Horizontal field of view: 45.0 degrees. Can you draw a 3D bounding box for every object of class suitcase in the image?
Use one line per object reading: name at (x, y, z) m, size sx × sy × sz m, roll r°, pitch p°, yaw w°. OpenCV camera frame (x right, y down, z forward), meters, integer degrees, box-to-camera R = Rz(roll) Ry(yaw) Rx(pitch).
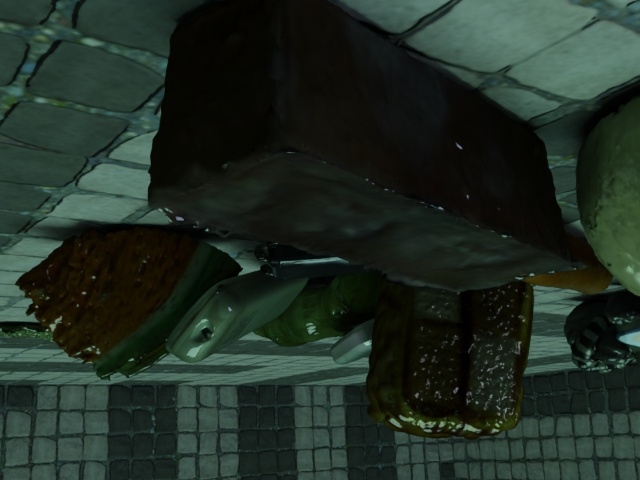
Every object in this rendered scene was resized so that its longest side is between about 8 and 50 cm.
suitcase at (0.000, 0.000, 0.750) m, size 0.126 × 0.059 × 0.086 m, roll -5°, pitch 167°, yaw 0°

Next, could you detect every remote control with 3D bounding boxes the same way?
remote control at (-0.074, 0.068, 0.823) m, size 0.090 × 0.038 × 0.309 m, roll -51°, pitch 172°, yaw 11°

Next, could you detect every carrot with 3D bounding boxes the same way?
carrot at (0.265, 0.022, 0.865) m, size 0.067 × 0.067 × 0.225 m, roll -13°, pitch 164°, yaw 36°

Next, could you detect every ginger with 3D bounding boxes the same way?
ginger at (0.006, 0.103, 1.100) m, size 0.137 × 0.089 × 0.290 m, roll -25°, pitch 178°, yaw -43°

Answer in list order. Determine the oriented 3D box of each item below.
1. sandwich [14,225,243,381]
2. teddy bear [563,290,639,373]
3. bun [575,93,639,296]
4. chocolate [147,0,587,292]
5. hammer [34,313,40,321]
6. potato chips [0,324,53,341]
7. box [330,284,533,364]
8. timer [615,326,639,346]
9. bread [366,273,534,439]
sandwich at (-0.192, 0.044, 0.795) m, size 0.185 × 0.160 × 0.109 m, roll -44°, pitch -172°, yaw -3°
teddy bear at (0.504, 0.151, 1.258) m, size 0.171 × 0.144 × 0.251 m, roll 10°, pitch 160°, yaw -19°
bun at (0.311, -0.020, 0.546) m, size 0.259 × 0.152 × 0.259 m, roll -5°, pitch 166°, yaw -1°
chocolate at (0.048, -0.046, 0.480) m, size 0.112 × 0.112 × 0.321 m, roll -16°, pitch 159°, yaw 38°
hammer at (-0.376, 0.106, 1.123) m, size 0.043 × 0.043 × 0.083 m, roll -9°, pitch 163°, yaw 25°
potato chips at (-0.498, 0.171, 1.379) m, size 0.092 × 0.028 × 0.207 m, roll -7°, pitch 163°, yaw 24°
box at (0.154, 0.092, 1.004) m, size 0.285 × 0.044 × 0.142 m, roll -18°, pitch 165°, yaw -19°
timer at (0.578, 0.118, 1.092) m, size 0.255 × 0.175 × 0.175 m, roll -5°, pitch 166°, yaw -6°
bread at (0.148, 0.112, 0.866) m, size 0.181 × 0.222 × 0.096 m, roll 15°, pitch 160°, yaw -13°
